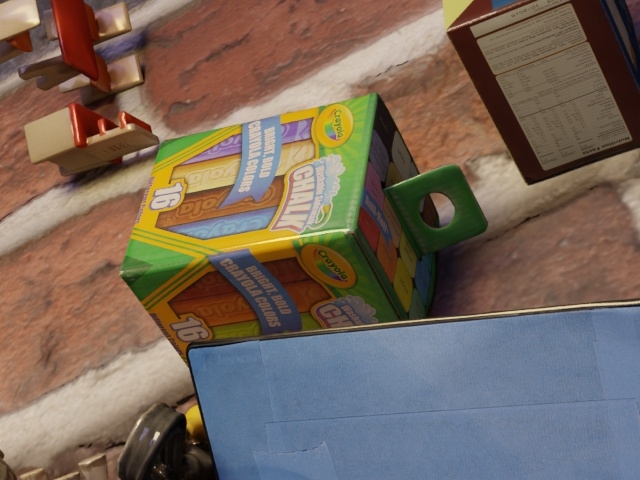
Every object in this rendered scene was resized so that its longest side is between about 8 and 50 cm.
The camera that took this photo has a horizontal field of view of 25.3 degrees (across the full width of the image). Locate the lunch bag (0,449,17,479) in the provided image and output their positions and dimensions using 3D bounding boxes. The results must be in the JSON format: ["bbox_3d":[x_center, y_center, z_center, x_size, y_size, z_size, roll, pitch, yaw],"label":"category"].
[{"bbox_3d":[-0.399,0.319,1.212,0.256,0.212,0.305,-17,42,22],"label":"lunch bag"}]

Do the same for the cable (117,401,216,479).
[{"bbox_3d":[-0.135,0.184,1.160,0.072,0.287,0.139,36,89,16],"label":"cable"}]

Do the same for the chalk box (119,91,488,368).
[{"bbox_3d":[0.000,0.000,1.283,0.289,0.180,0.179,-10,44,23],"label":"chalk box"}]

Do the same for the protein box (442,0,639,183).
[{"bbox_3d":[0.211,-0.204,1.335,0.136,0.201,0.199,-19,41,18],"label":"protein box"}]

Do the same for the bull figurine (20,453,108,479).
[{"bbox_3d":[-0.179,0.267,1.060,0.101,0.188,0.310,-17,-1,-6],"label":"bull figurine"}]

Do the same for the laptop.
[{"bbox_3d":[0.062,0.281,0.907,0.382,0.236,0.407,-8,45,30],"label":"laptop"}]

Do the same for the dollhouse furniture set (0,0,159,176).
[{"bbox_3d":[-0.288,-0.218,1.691,0.135,0.262,0.259,-18,75,16],"label":"dollhouse furniture set"}]
